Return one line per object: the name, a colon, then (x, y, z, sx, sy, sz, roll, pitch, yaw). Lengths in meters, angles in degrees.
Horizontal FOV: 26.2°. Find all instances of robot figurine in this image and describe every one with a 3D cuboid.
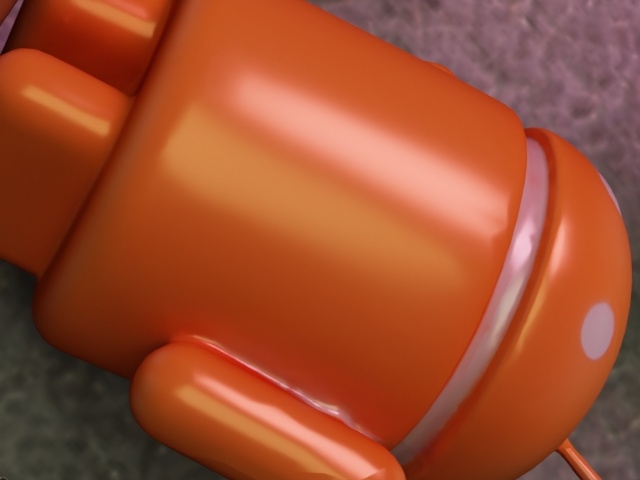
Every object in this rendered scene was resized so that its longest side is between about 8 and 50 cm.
robot figurine: (0.001, -0.002, 0.420, 0.219, 0.158, 0.128, 26, 97, -13)

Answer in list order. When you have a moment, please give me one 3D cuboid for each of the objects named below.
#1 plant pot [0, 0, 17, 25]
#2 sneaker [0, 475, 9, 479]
plant pot: (-0.182, -0.101, 0.302, 0.291, 0.291, 0.203, 20, 86, -15)
sneaker: (-0.092, 0.102, 0.425, 0.083, 0.035, 0.031, 37, 62, 12)
